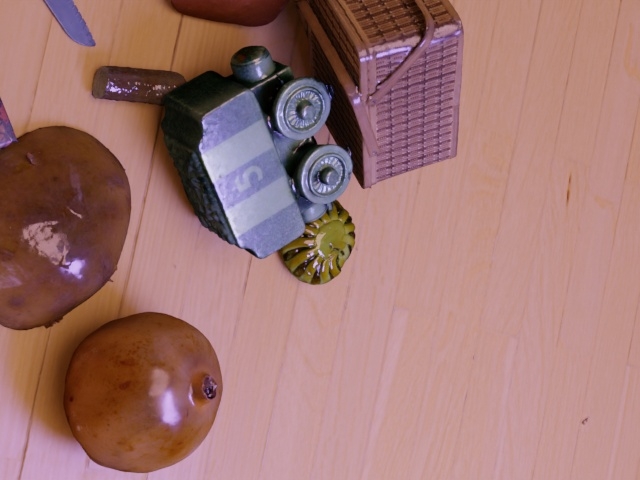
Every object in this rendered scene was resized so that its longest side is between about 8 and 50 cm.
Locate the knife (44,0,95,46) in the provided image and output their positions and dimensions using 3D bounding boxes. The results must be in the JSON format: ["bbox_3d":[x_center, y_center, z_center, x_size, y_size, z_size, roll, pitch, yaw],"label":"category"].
[{"bbox_3d":[-0.404,-0.393,1.752,0.044,0.019,0.313,-46,118,-27],"label":"knife"}]

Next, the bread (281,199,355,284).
[{"bbox_3d":[0.000,0.000,2.023,0.139,0.071,0.130,-38,109,-28],"label":"bread"}]

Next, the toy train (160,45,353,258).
[{"bbox_3d":[-0.090,-0.128,1.865,0.238,0.167,0.299,-34,123,-18],"label":"toy train"}]

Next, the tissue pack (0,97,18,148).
[{"bbox_3d":[-0.478,-0.178,1.681,0.108,0.060,0.148,-29,110,-30],"label":"tissue pack"}]

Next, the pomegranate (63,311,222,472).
[{"bbox_3d":[-0.250,0.208,1.773,0.233,0.233,0.233,-2,94,-35],"label":"pomegranate"}]

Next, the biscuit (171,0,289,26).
[{"bbox_3d":[-0.117,-0.378,1.854,0.192,0.186,0.036,4,61,-33],"label":"biscuit"}]

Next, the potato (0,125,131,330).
[{"bbox_3d":[-0.366,-0.021,1.744,0.239,0.116,0.299,42,68,-25],"label":"potato"}]

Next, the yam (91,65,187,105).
[{"bbox_3d":[-0.261,-0.223,1.838,0.132,0.054,0.054,1,92,-34],"label":"yam"}]

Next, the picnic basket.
[{"bbox_3d":[0.082,-0.263,1.884,0.175,0.228,0.313,-19,145,-11],"label":"picnic basket"}]
